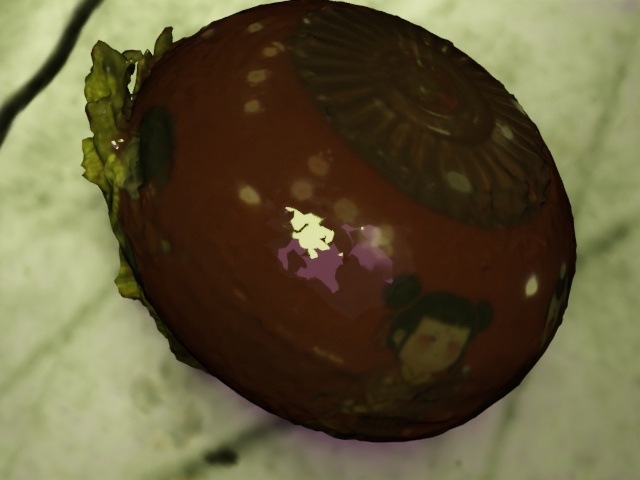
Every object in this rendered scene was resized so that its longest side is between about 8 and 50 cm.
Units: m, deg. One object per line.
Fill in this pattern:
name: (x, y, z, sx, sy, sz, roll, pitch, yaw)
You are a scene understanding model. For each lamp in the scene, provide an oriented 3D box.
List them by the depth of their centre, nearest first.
lamp: (0.003, -0.001, 0.592, 0.157, 0.156, 0.135, 53, 130, 25)
